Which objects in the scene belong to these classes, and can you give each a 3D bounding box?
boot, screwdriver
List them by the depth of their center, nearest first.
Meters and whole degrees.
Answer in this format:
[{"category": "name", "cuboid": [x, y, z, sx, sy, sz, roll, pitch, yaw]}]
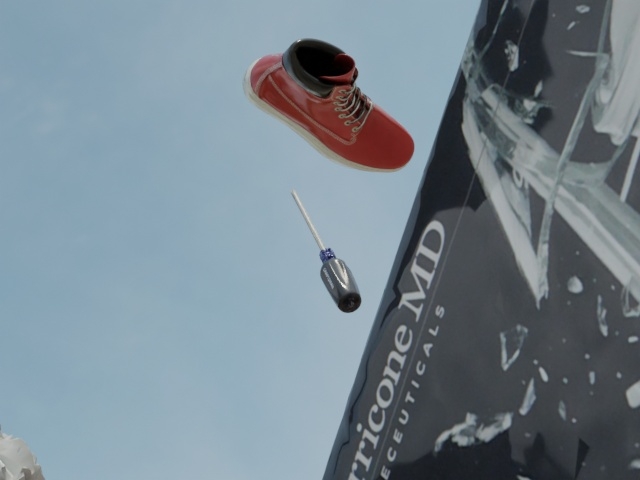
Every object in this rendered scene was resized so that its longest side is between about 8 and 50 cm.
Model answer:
[{"category": "screwdriver", "cuboid": [0.000, 0.000, 1.278, 0.024, 0.170, 0.025, -8, -52, -13]}, {"category": "boot", "cuboid": [0.040, -0.165, 2.071, 0.244, 0.088, 0.176, 28, -19, -21]}]

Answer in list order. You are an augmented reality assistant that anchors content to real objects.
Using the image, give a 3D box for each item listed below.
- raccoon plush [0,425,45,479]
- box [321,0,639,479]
[{"category": "raccoon plush", "cuboid": [-0.371, 0.346, 1.395, 0.299, 0.216, 0.446, -27, -46, -26]}, {"category": "box", "cuboid": [0.279, 0.028, 0.643, 0.297, 0.472, 0.480, 12, -79, -30]}]
